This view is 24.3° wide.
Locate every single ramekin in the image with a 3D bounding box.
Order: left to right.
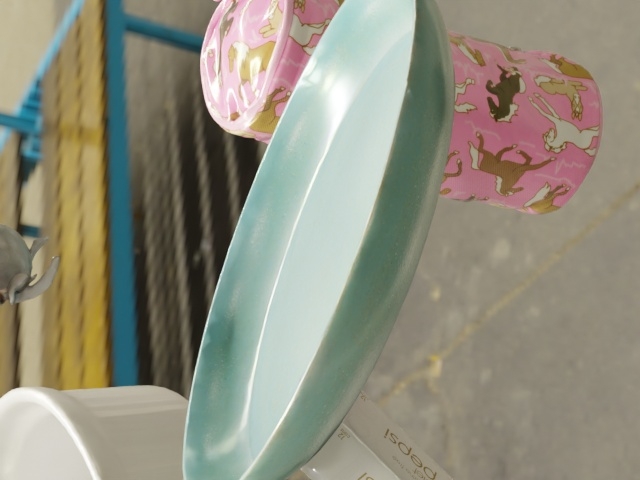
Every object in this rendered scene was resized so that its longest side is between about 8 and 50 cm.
[{"bbox_3d":[-0.177,0.252,1.259,0.277,0.135,0.277,12,105,53],"label":"ramekin"}]

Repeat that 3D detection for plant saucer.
[{"bbox_3d":[0.000,0.000,0.821,0.317,0.043,0.318,-160,90,-77],"label":"plant saucer"}]

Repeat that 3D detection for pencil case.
[{"bbox_3d":[0.078,-0.139,1.394,0.160,0.386,0.167,-66,33,19],"label":"pencil case"}]

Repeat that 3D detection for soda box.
[{"bbox_3d":[0.081,0.244,1.382,0.069,0.216,0.074,-44,5,25],"label":"soda box"}]

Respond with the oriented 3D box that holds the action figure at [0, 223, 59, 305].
[{"bbox_3d":[-0.247,0.053,0.666,0.185,0.285,0.099,-88,-23,-76],"label":"action figure"}]
